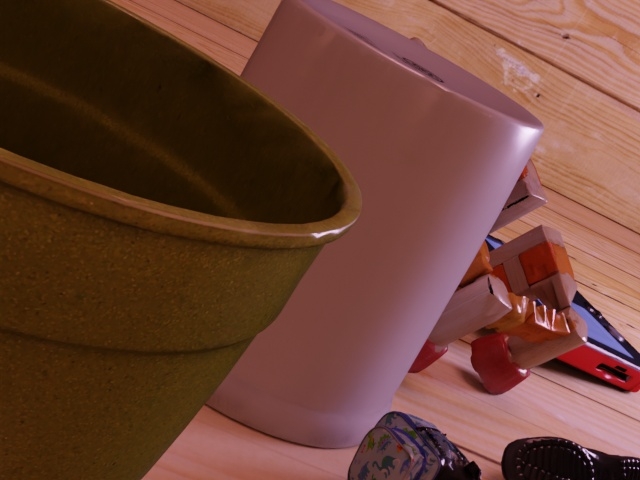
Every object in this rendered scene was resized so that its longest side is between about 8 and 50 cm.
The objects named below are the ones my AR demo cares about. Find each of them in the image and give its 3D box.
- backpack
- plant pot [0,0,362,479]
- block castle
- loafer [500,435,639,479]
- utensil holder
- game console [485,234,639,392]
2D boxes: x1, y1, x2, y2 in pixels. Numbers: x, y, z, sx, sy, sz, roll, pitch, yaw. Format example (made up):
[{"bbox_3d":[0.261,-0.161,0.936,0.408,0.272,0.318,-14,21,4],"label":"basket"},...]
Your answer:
[{"bbox_3d":[0.078,0.218,0.970,0.084,0.105,0.114,22,13,-26],"label":"backpack"},{"bbox_3d":[-0.222,0.044,0.563,0.366,0.353,0.366,27,17,-9],"label":"plant pot"},{"bbox_3d":[0.168,-0.025,1.436,0.303,0.213,0.453,21,47,-47],"label":"block castle"},{"bbox_3d":[0.292,0.280,1.218,0.220,0.080,0.078,18,-13,-28],"label":"loafer"},{"bbox_3d":[0.015,-0.029,1.111,0.328,0.385,0.327,27,16,-8],"label":"utensil holder"},{"bbox_3d":[0.387,0.100,1.772,0.386,0.060,0.342,26,23,-38],"label":"game console"}]
